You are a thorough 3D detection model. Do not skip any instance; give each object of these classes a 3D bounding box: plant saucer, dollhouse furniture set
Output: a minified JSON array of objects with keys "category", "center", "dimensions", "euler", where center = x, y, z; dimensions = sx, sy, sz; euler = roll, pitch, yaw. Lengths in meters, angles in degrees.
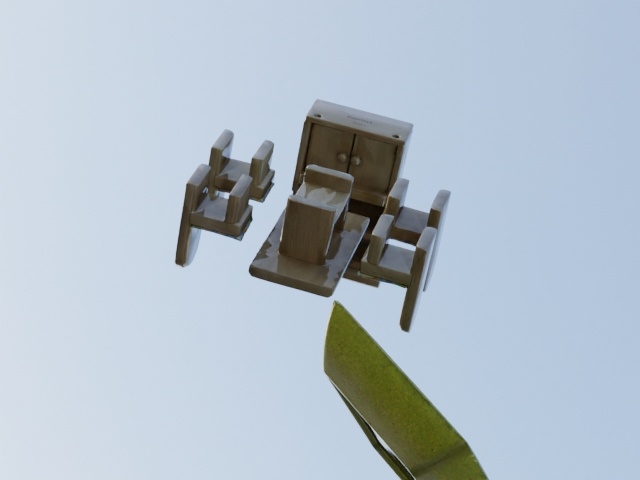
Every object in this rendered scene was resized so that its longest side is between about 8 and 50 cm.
[{"category":"plant saucer","center":[0.073,0.161,1.352],"dimensions":[0.188,0.045,0.188],"euler":[48,-8,40]},{"category":"dollhouse furniture set","center":[0.000,0.000,1.536],"dimensions":[0.212,0.242,0.161],"euler":[16,-61,8]}]
